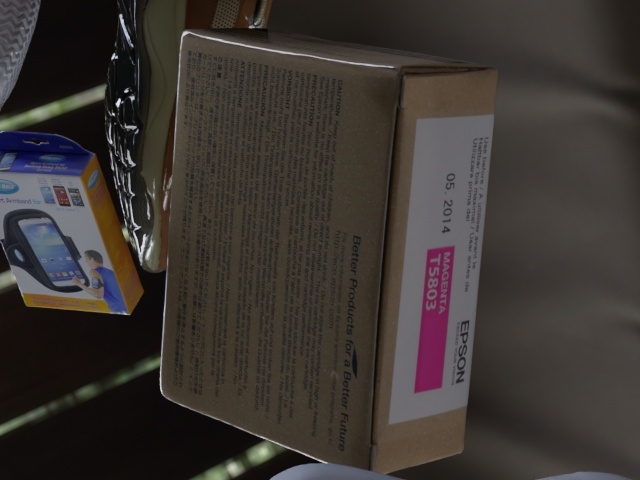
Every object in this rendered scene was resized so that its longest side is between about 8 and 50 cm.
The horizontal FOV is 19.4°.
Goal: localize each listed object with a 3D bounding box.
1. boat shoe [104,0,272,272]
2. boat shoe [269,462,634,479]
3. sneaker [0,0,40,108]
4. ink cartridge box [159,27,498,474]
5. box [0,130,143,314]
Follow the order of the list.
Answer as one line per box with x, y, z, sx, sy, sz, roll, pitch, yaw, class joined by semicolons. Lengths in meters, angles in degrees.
-0.078;-0.110;1.267;0.324;0.119;0.123;99;159;-44;boat shoe
0.079;0.138;0.776;0.076;0.228;0.080;39;112;60;boat shoe
-0.271;-0.062;1.053;0.153;0.269;0.101;25;160;-7;sneaker
0.000;0.000;1.109;0.193;0.088;0.235;16;106;44;ink cartridge box
-0.172;-0.011;1.215;0.081;0.028;0.136;4;134;22;box
